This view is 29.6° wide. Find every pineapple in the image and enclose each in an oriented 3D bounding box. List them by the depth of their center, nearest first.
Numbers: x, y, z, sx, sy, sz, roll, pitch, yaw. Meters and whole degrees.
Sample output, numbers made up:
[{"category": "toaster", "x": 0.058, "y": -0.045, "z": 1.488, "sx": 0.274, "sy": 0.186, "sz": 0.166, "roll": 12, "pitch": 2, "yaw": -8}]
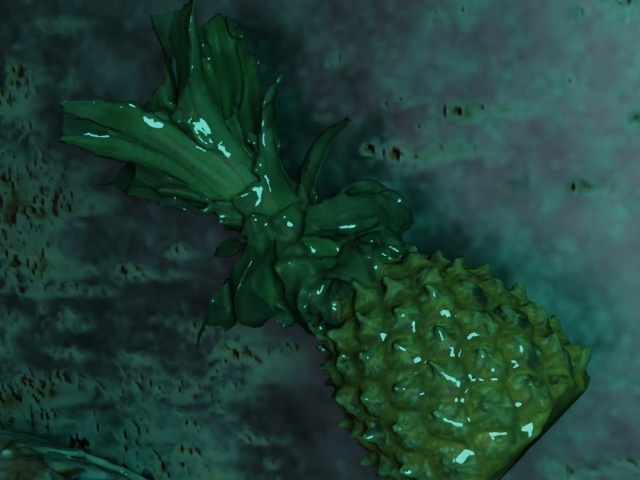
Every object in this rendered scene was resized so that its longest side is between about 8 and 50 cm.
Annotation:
[{"category": "pineapple", "x": 0.000, "y": 0.000, "z": 0.579, "sx": 0.277, "sy": 0.119, "sz": 0.130, "roll": 42, "pitch": 132, "yaw": 16}]

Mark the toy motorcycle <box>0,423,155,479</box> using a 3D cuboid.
[{"category": "toy motorcycle", "x": -0.217, "y": 0.236, "z": 0.713, "sx": 0.319, "sy": 0.241, "sz": 0.182, "roll": -27, "pitch": 126, "yaw": 21}]
